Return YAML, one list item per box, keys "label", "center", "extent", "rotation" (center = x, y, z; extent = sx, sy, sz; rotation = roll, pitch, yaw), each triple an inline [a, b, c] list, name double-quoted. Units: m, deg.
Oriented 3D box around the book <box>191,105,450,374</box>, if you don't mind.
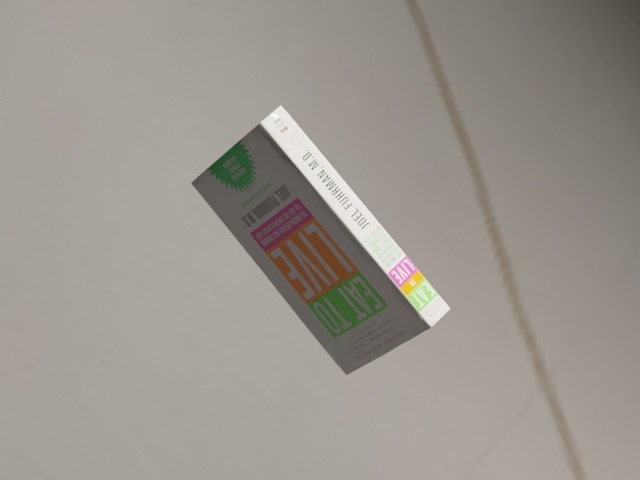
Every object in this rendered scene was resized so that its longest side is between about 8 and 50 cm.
- label: "book"
  center: [0.000, 0.000, 1.001]
  extent: [0.144, 0.096, 0.035]
  rotation: [50, 59, -3]
